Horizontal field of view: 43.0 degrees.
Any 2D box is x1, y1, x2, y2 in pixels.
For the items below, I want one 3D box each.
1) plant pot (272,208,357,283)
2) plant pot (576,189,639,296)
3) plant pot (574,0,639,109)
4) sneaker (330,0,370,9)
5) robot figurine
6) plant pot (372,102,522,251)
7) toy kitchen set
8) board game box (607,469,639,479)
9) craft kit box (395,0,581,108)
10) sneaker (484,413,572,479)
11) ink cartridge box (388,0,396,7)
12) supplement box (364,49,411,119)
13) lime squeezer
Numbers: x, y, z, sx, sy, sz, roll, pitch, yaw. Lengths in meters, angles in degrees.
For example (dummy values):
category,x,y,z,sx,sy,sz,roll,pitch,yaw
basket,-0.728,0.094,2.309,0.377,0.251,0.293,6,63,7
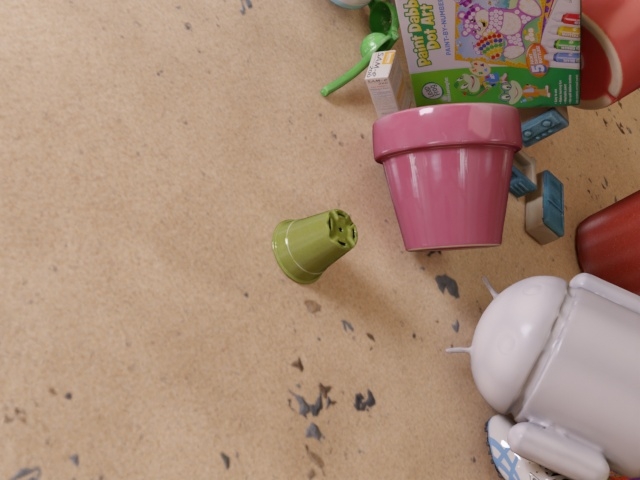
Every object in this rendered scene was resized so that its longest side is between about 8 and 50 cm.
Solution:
category,x,y,z,sx,sy,sz,roll,pitch,yaw
plant pot,0.000,0.000,0.955,0.083,0.079,0.083,23,54,-37
plant pot,0.620,0.006,1.434,0.272,0.265,0.272,23,54,-36
plant pot,0.456,-0.347,1.249,0.243,0.275,0.275,-42,102,-17
sneaker,0.027,-0.511,1.137,0.127,0.208,0.319,-29,84,-40
robot figurine,0.350,0.175,1.070,0.354,0.199,0.300,26,54,12
plant pot,0.173,-0.078,1.101,0.201,0.201,0.180,0,86,-45
toy kitchen set,0.370,-0.117,1.322,0.207,0.166,0.122,34,49,-28
board game box,0.533,0.214,1.171,0.078,0.347,0.233,39,45,-40
craft kit box,0.243,-0.292,1.155,0.249,0.247,0.060,68,31,-49
sneaker,0.296,0.318,1.046,0.085,0.086,0.237,11,37,-42
ink cartridge box,0.274,-0.473,1.368,0.308,0.223,0.128,-2,74,-46
supplement box,0.098,-0.214,1.168,0.098,0.036,0.062,65,32,-43
lime squeezer,0.069,-0.316,1.208,0.110,0.059,0.310,30,51,-32
